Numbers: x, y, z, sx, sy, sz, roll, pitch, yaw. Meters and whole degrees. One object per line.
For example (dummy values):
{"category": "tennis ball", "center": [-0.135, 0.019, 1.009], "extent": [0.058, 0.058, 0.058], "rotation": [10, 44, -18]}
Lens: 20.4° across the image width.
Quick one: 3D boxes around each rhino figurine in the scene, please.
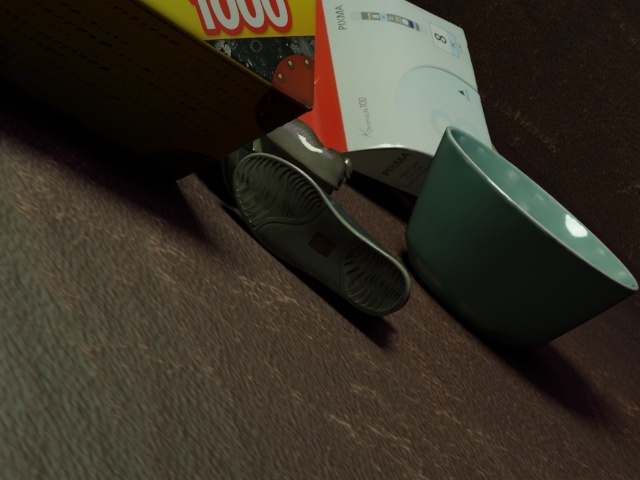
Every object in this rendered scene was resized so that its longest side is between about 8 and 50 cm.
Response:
{"category": "rhino figurine", "center": [-0.067, -0.131, 2.092], "extent": [0.243, 0.073, 0.106], "rotation": [37, 9, -7]}

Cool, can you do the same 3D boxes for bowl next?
{"category": "bowl", "center": [0.227, 0.018, 2.216], "extent": [0.311, 0.163, 0.311], "rotation": [37, 12, -10]}

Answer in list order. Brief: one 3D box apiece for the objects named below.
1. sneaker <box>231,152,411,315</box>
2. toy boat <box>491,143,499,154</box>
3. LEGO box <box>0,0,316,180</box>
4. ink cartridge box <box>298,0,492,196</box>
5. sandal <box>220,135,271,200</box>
{"category": "sneaker", "center": [0.000, 0.000, 1.841], "extent": [0.222, 0.083, 0.118], "rotation": [43, 1, 6]}
{"category": "toy boat", "center": [0.148, -0.145, 2.686], "extent": [0.318, 0.148, 0.267], "rotation": [44, 15, -16]}
{"category": "LEGO box", "center": [-0.237, -0.340, 1.659], "extent": [0.500, 0.193, 0.372], "rotation": [30, 49, -39]}
{"category": "ink cartridge box", "center": [0.058, -0.230, 2.435], "extent": [0.385, 0.091, 0.308], "rotation": [23, 42, -33]}
{"category": "sandal", "center": [-0.128, -0.154, 1.940], "extent": [0.120, 0.086, 0.302], "rotation": [54, 10, -56]}
